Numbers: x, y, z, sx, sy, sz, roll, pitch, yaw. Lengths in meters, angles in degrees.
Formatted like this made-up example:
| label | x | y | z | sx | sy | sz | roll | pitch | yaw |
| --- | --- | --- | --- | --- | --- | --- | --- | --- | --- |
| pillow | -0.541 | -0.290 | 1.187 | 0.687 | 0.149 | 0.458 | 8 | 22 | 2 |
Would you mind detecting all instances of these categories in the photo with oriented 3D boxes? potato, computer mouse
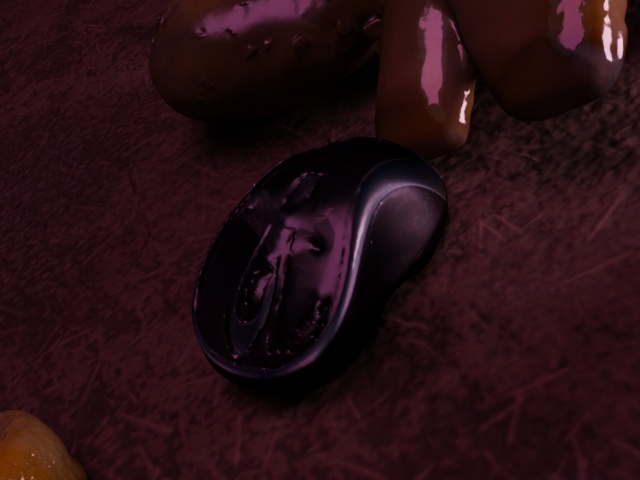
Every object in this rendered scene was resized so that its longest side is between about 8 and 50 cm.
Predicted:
| label | x | y | z | sx | sy | sz | roll | pitch | yaw |
| --- | --- | --- | --- | --- | --- | --- | --- | --- | --- |
| potato | -0.039 | -0.206 | 0.826 | 0.296 | 0.141 | 0.192 | -17 | 25 | 16 |
| computer mouse | 0.000 | 0.000 | 0.592 | 0.137 | 0.096 | 0.233 | 3 | 47 | 36 |

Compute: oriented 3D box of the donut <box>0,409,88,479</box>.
| label | x | y | z | sx | sy | sz | roll | pitch | yaw |
| --- | --- | --- | --- | --- | --- | --- | --- | --- | --- |
| donut | -0.242 | 0.173 | 0.537 | 0.162 | 0.066 | 0.178 | -15 | 18 | 12 |

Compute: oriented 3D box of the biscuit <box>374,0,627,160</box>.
| label | x | y | z | sx | sy | sz | roll | pitch | yaw |
| --- | --- | --- | --- | --- | --- | --- | --- | --- | --- |
| biscuit | 0.132 | -0.216 | 0.644 | 0.236 | 0.062 | 0.291 | -12 | 65 | 54 |
